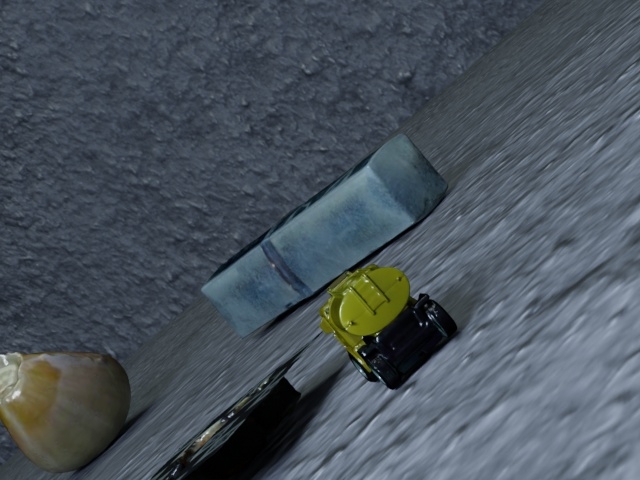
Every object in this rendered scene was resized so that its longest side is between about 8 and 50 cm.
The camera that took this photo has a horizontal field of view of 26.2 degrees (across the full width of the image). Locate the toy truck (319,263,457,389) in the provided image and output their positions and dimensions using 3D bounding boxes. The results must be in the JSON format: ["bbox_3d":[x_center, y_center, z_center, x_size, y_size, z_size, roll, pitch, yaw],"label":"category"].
[{"bbox_3d":[0.030,0.040,0.709,0.049,0.054,0.083,-42,3,-6],"label":"toy truck"}]

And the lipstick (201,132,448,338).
[{"bbox_3d":[0.000,0.000,1.271,0.290,0.076,0.077,-34,7,47],"label":"lipstick"}]

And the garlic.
[{"bbox_3d":[-0.302,0.181,1.570,0.145,0.164,0.245,-59,1,-8],"label":"garlic"}]

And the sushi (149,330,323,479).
[{"bbox_3d":[-0.063,0.132,0.784,0.139,0.031,0.201,-40,1,23],"label":"sushi"}]
